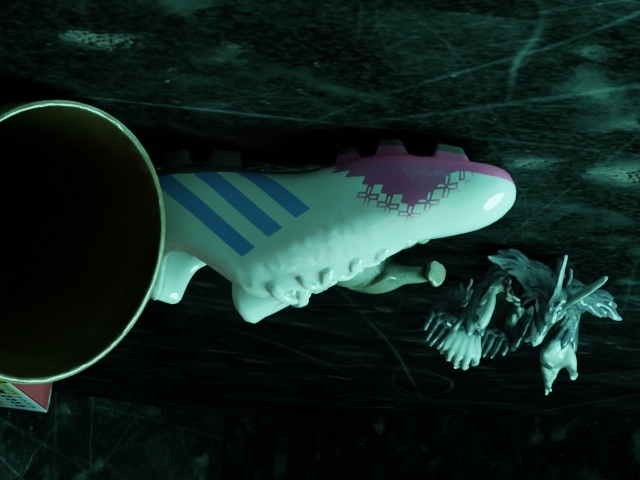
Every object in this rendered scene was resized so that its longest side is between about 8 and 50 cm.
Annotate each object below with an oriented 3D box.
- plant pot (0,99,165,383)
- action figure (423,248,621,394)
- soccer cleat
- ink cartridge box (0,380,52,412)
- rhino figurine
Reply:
[{"bbox_3d":[-0.281,-0.016,1.090,0.230,0.215,0.215,13,176,43],"label":"plant pot"},{"bbox_3d":[0.216,0.091,1.475,0.164,0.141,0.276,20,167,-11],"label":"action figure"},{"bbox_3d":[0.000,0.000,1.118,0.331,0.143,0.116,-1,167,25],"label":"soccer cleat"},{"bbox_3d":[-0.492,0.156,1.998,0.272,0.130,0.309,6,163,7],"label":"ink cartridge box"},{"bbox_3d":[0.005,0.000,1.291,0.106,0.073,0.243,-10,159,44],"label":"rhino figurine"}]
